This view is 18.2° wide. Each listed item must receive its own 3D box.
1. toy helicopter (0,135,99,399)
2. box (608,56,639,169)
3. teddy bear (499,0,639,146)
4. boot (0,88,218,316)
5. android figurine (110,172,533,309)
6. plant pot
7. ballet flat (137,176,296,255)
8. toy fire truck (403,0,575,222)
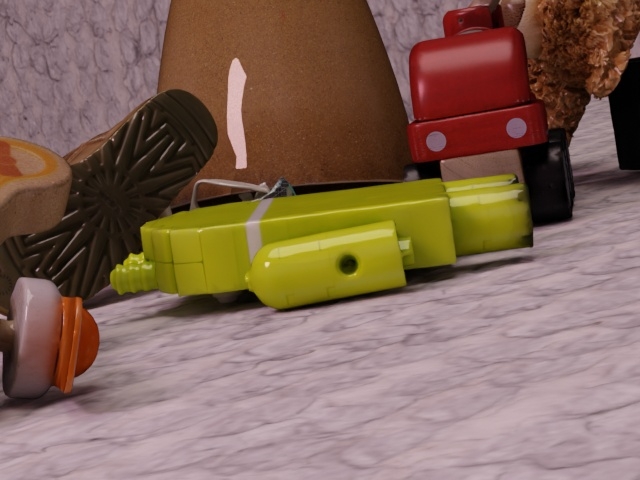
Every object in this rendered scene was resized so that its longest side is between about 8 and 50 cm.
[{"bbox_3d":[-0.204,0.012,1.061,0.235,0.140,0.355,14,22,9],"label":"toy helicopter"},{"bbox_3d":[0.395,-0.126,1.663,0.261,0.103,0.184,-11,2,-13],"label":"box"},{"bbox_3d":[0.187,-0.167,1.744,0.113,0.245,0.338,22,4,-3],"label":"teddy bear"},{"bbox_3d":[-0.209,-0.001,1.506,0.236,0.089,0.269,-40,9,-32],"label":"boot"},{"bbox_3d":[0.000,0.000,1.300,0.273,0.056,0.248,-9,6,1],"label":"android figurine"},{"bbox_3d":[-0.039,-0.155,1.715,0.237,0.254,0.237,-5,-5,-1],"label":"plant pot"},{"bbox_3d":[-0.106,-0.014,1.576,0.188,0.070,0.070,-9,6,4],"label":"ballet flat"},{"bbox_3d":[0.135,-0.140,1.497,0.158,0.246,0.217,-9,6,9],"label":"toy fire truck"}]
